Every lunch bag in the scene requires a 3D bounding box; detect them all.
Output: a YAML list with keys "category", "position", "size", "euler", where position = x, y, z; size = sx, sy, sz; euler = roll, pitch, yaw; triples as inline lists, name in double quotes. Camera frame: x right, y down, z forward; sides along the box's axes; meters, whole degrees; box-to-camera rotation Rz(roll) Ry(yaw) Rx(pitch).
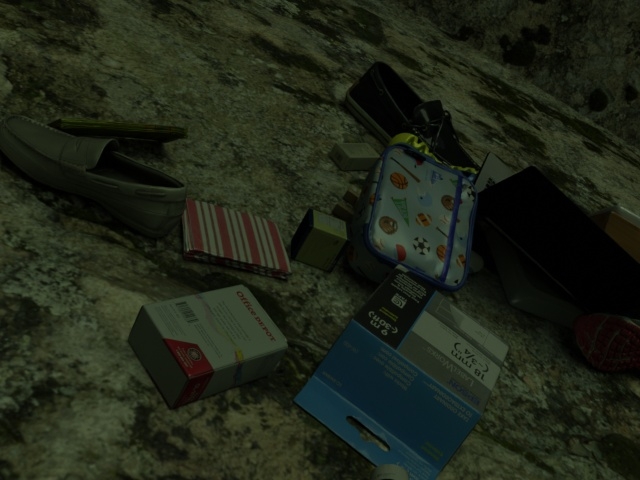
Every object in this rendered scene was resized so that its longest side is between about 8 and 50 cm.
- category: "lunch bag"
  position: [0.191, -0.036, 1.353]
  size: [0.243, 0.115, 0.303]
  euler: [25, 55, -9]

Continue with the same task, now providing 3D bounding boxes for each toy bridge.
- category: "toy bridge"
  position: [0.056, -0.053, 1.443]
  size: [0.063, 0.026, 0.188]
  euler: [35, 32, 1]

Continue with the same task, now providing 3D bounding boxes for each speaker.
- category: "speaker"
  position: [0.087, 0.355, 0.885]
  size: [0.055, 0.055, 0.136]
  euler: [25, 33, -10]

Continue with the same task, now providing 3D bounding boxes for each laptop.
- category: "laptop"
  position: [0.535, -0.047, 1.492]
  size: [0.382, 0.236, 0.408]
  euler: [42, 39, -4]

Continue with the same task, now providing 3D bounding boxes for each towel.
- category: "towel"
  position: [-0.149, -0.002, 1.207]
  size: [0.197, 0.029, 0.144]
  euler: [15, 35, -28]
- category: "towel"
  position: [-0.364, -0.193, 1.242]
  size: [0.237, 0.102, 0.021]
  euler: [-2, 88, -40]

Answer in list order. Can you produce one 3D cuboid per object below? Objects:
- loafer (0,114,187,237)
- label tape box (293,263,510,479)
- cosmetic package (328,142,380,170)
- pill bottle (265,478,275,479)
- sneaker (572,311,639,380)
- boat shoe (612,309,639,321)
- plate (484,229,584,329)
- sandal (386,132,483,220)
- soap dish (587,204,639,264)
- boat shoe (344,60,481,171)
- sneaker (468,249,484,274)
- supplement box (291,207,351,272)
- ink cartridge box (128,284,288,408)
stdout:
- category: "loafer"
  position: [-0.361, -0.123, 1.112]
  size: [0.319, 0.111, 0.112]
  euler: [27, 32, -7]
- category: "label tape box"
  position: [0.144, 0.203, 1.093]
  size: [0.241, 0.106, 0.334]
  euler: [36, 32, 9]
- category: "cosmetic package"
  position: [0.082, -0.199, 1.651]
  size: [0.115, 0.041, 0.060]
  euler: [-5, 47, -44]
- category: "pill bottle"
  position: [-0.001, 0.383, 0.683]
  size: [0.272, 0.152, 0.152]
  euler: [40, 33, 13]
- category: "sneaker"
  position: [0.644, 0.216, 1.494]
  size: [0.299, 0.121, 0.112]
  euler: [21, 19, -29]
- category: "boat shoe"
  position: [0.732, 0.154, 1.682]
  size: [0.076, 0.080, 0.228]
  euler: [4, 48, -38]
- category: "plate"
  position: [0.532, 0.090, 1.626]
  size: [0.278, 0.045, 0.277]
  euler: [22, 33, -16]
- category: "sandal"
  position: [0.282, -0.133, 1.667]
  size: [0.317, 0.126, 0.138]
  euler: [28, 35, 10]
- category: "soap dish"
  position: [0.810, 0.036, 1.786]
  size: [0.291, 0.118, 0.229]
  euler: [33, -4, 2]
- category: "boat shoe"
  position: [0.272, -0.288, 1.827]
  size: [0.500, 0.156, 0.187]
  euler: [46, 33, 20]
- category: "sneaker"
  position: [0.252, 0.004, 1.474]
  size: [0.237, 0.086, 0.085]
  euler: [24, 31, -14]
- category: "supplement box"
  position: [0.000, 0.000, 1.270]
  size: [0.083, 0.083, 0.056]
  euler: [20, 34, -16]
- category: "ink cartridge box"
  position: [-0.152, 0.141, 0.961]
  size: [0.175, 0.072, 0.127]
  euler: [-9, 49, -46]
